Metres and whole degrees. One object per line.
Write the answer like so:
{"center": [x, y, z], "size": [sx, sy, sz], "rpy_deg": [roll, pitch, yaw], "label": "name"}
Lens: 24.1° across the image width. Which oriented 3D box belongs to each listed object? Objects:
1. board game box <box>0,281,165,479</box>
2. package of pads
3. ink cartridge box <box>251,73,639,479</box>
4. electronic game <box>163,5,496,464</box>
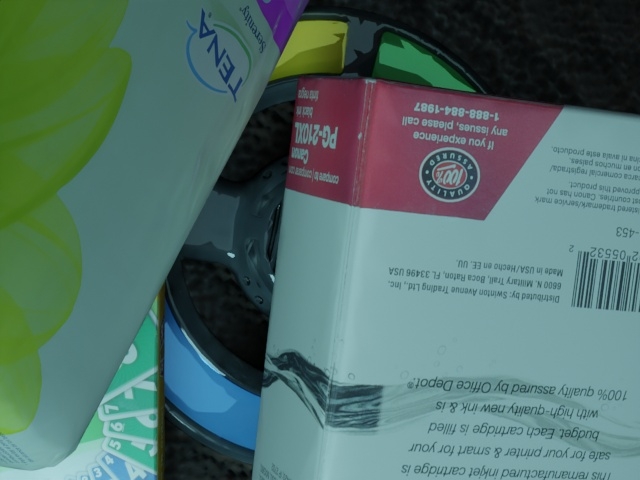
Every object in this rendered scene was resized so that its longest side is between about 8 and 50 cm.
{"center": [-0.135, 0.127, 0.698], "size": [0.124, 0.039, 0.259], "rpy_deg": [1, 98, 1], "label": "board game box"}
{"center": [-0.116, -0.084, 0.585], "size": [0.101, 0.229, 0.296], "rpy_deg": [13, 63, 27], "label": "package of pads"}
{"center": [0.068, 0.052, 0.685], "size": [0.172, 0.100, 0.237], "rpy_deg": [5, 95, -20], "label": "ink cartridge box"}
{"center": [0.000, 0.000, 0.735], "size": [0.229, 0.048, 0.229], "rpy_deg": [0, 92, -13], "label": "electronic game"}
